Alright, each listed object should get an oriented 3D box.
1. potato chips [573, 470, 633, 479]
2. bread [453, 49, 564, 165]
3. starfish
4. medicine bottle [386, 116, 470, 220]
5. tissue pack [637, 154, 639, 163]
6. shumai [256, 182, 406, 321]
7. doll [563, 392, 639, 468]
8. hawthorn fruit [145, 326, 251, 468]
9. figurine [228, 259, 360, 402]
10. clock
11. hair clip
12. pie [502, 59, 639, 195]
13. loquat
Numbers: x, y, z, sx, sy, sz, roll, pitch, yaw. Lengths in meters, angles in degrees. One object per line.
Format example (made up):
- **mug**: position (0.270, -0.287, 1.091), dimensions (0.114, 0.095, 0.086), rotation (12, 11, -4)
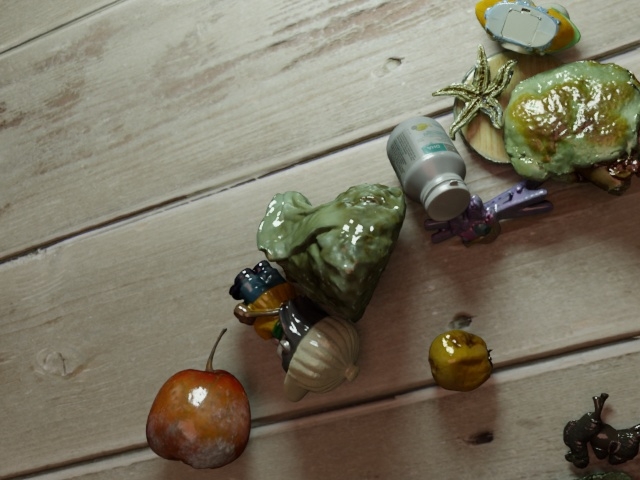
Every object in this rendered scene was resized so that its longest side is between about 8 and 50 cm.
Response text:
- **potato chips**: position (0.573, 0.539, 1.124), dimensions (0.228, 0.059, 0.167), rotation (35, 102, 9)
- **bread**: position (0.422, -0.286, 1.227), dimensions (0.266, 0.040, 0.267), rotation (-1, 85, 15)
- **starfish**: position (0.321, -0.311, 1.209), dimensions (0.175, 0.053, 0.208), rotation (16, 83, 26)
- **medicine bottle**: position (0.228, -0.146, 1.180), dimensions (0.135, 0.135, 0.216), rotation (-28, 48, 11)
- **tissue pack**: position (0.716, -0.251, 1.121), dimensions (0.222, 0.090, 0.186), rotation (-28, 82, 13)
- **shumai**: position (0.000, 0.000, 1.176), dimensions (0.288, 0.330, 0.292), rotation (24, 117, 5)
- **doll**: position (0.565, 0.393, 1.137), dimensions (0.139, 0.057, 0.165), rotation (28, 102, 13)
- **hawthorn fruit**: position (-0.270, 0.398, 1.287), dimensions (0.234, 0.263, 0.231), rotation (-25, 116, 21)
- **figurine**: position (-0.052, 0.184, 1.251), dimensions (0.333, 0.185, 0.204), rotation (57, 135, 7)
- **clock**: position (0.428, -0.453, 1.185), dimensions (0.230, 0.144, 0.103), rotation (30, 122, 21)
- **hair clip**: position (0.359, -0.062, 1.194), dimensions (0.278, 0.137, 0.090), rotation (-28, 44, 11)
- **pie**: position (0.504, -0.231, 1.123), dimensions (0.274, 0.105, 0.258), rotation (14, 90, 26)
- **loquat**: position (0.293, 0.252, 1.191), dimensions (0.137, 0.113, 0.137), rotation (1, 73, -3)
